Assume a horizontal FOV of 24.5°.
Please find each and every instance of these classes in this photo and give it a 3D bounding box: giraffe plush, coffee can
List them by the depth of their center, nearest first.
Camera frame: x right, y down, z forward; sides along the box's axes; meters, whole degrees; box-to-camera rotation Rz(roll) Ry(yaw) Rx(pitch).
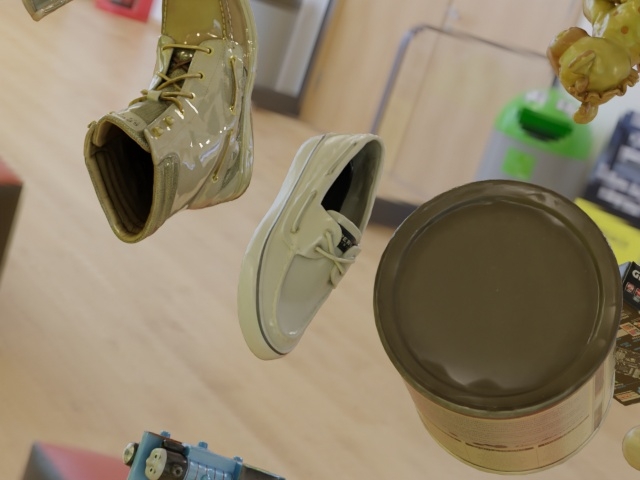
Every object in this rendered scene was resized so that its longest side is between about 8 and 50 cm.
[{"bbox_3d":[0.164,0.088,1.317,0.201,0.201,0.275,23,-14,17],"label":"coffee can"},{"bbox_3d":[0.360,-0.235,1.835,0.181,0.170,0.210,55,-10,-29],"label":"giraffe plush"}]

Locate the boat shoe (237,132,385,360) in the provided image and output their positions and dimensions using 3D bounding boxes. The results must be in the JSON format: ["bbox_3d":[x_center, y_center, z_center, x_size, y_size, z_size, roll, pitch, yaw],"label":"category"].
[{"bbox_3d":[0.000,0.000,1.478,0.088,0.267,0.096,-8,-46,38],"label":"boat shoe"}]

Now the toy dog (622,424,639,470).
[{"bbox_3d":[0.265,0.100,0.936,0.161,0.220,0.334,22,-5,32],"label":"toy dog"}]

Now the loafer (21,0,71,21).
[{"bbox_3d":[-0.196,-0.219,1.249,0.125,0.039,0.045,-23,8,-25],"label":"loafer"}]

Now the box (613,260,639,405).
[{"bbox_3d":[0.354,0.112,1.702,0.175,0.051,0.220,34,-24,-11],"label":"box"}]

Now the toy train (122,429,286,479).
[{"bbox_3d":[-0.134,0.271,1.686,0.184,0.080,0.105,24,-12,-24],"label":"toy train"}]

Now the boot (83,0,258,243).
[{"bbox_3d":[-0.118,-0.116,1.145,0.077,0.213,0.165,5,17,25],"label":"boot"}]
